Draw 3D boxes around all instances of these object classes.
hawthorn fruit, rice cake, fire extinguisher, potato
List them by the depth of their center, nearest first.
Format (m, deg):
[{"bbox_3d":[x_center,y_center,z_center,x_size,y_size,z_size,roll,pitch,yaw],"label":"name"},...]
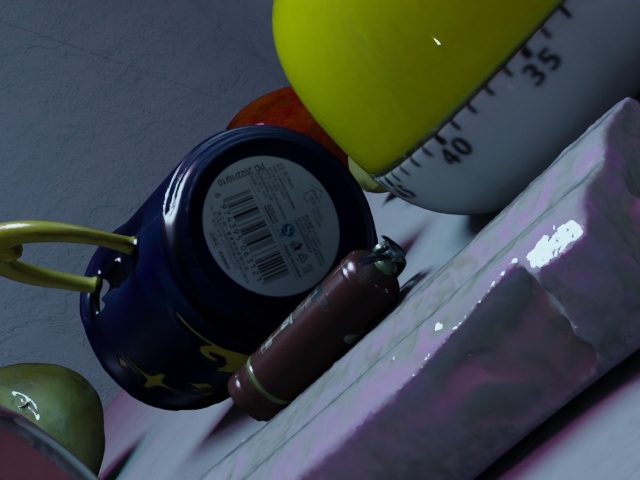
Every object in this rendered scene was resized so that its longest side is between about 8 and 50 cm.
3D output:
[{"bbox_3d":[0.019,0.070,0.427,0.298,0.050,0.106,-45,7,32],"label":"rice cake"},{"bbox_3d":[0.004,0.053,0.731,0.158,0.043,0.064,-46,-25,23],"label":"fire extinguisher"},{"bbox_3d":[-0.389,0.283,1.356,0.326,0.221,0.243,-47,-5,-25],"label":"potato"},{"bbox_3d":[-0.024,-0.121,1.493,0.251,0.189,0.189,-45,5,-3],"label":"hawthorn fruit"}]

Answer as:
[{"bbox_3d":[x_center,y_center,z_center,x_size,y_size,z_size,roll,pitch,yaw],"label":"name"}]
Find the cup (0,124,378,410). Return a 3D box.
[{"bbox_3d":[-0.111,0.037,0.872,0.255,0.178,0.256,-19,-8,-26],"label":"cup"}]

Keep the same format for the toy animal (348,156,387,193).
[{"bbox_3d":[0.069,-0.088,1.073,0.218,0.103,0.101,176,116,-80],"label":"toy animal"}]

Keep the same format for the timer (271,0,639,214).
[{"bbox_3d":[0.066,-0.178,0.660,0.285,0.285,0.285,-48,5,6],"label":"timer"}]

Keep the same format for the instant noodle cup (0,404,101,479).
[{"bbox_3d":[-0.203,0.212,0.434,0.244,0.244,0.255,-46,15,28],"label":"instant noodle cup"}]
